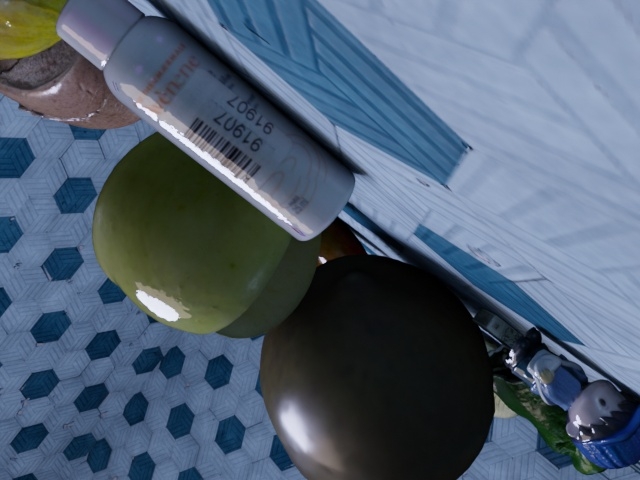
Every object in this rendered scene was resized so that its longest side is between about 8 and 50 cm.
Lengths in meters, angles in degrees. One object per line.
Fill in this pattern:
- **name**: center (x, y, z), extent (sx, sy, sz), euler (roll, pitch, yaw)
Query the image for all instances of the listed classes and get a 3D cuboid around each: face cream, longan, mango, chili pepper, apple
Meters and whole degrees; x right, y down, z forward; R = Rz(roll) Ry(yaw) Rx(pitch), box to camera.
- **face cream**: center (-0.093, -0.107, 0.525), extent (0.269, 0.082, 0.082), euler (37, 179, -18)
- **longan**: center (0.073, 0.184, 0.890), extent (0.361, 0.361, 0.361), euler (38, 179, 1)
- **mango**: center (0.000, 0.000, 1.256), extent (0.268, 0.111, 0.133), euler (36, -166, 33)
- **chili pepper**: center (0.388, 0.282, 1.012), extent (0.270, 0.099, 0.136), euler (44, 153, -9)
- **apple**: center (-0.133, -0.014, 0.799), extent (0.292, 0.254, 0.292), euler (23, 175, 2)

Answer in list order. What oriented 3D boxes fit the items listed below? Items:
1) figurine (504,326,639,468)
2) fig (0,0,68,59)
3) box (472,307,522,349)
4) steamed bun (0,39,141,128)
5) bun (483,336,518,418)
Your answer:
- **figurine**: center (0.249, 0.154, 0.608), extent (0.149, 0.087, 0.086), euler (38, -143, 28)
- **fig**: center (-0.362, -0.292, 0.793), extent (0.257, 0.159, 0.159), euler (16, -170, -29)
- **box**: center (0.245, 0.126, 0.821), extent (0.083, 0.024, 0.054), euler (38, -179, -7)
- **steamed bun**: center (-0.452, -0.300, 1.099), extent (0.301, 0.199, 0.251), euler (37, 179, 27)
- **bun**: center (0.341, 0.264, 1.302), extent (0.223, 0.127, 0.222), euler (29, 147, 21)
